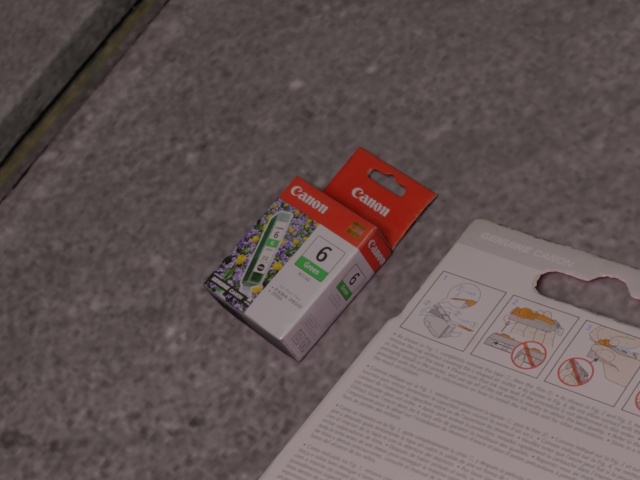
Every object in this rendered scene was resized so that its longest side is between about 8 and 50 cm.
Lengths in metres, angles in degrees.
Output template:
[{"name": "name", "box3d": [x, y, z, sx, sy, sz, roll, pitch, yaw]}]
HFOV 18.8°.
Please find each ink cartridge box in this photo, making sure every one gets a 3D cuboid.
[{"name": "ink cartridge box", "box3d": [0.090, 0.100, 0.904, 0.181, 0.056, 0.224, 19, 52, 32]}, {"name": "ink cartridge box", "box3d": [0.000, 0.000, 1.003, 0.063, 0.029, 0.115, 34, 78, 35]}]
